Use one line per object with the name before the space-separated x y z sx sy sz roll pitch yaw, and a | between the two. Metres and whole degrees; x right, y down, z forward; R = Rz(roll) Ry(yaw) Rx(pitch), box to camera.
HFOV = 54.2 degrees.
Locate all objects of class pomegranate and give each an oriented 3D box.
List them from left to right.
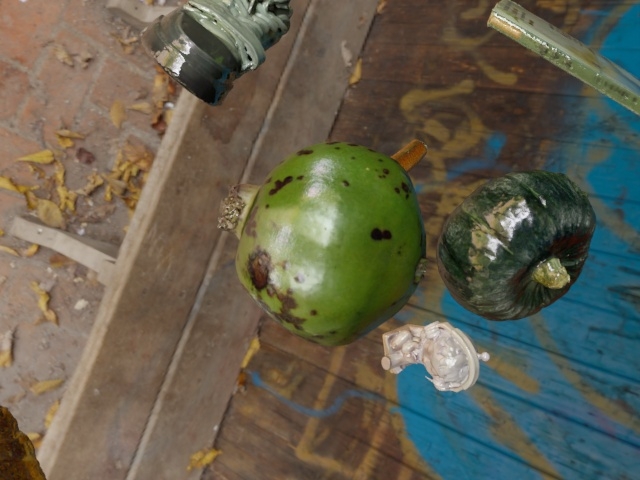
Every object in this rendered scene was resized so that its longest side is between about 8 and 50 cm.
pomegranate | 0.000 0.000 0.766 0.254 0.271 0.254 16 90 -90

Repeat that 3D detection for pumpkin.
pumpkin | 0.251 0.010 0.793 0.212 0.152 0.211 -18 145 -13

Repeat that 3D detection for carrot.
carrot | 0.187 -0.181 1.602 0.225 0.067 0.067 -39 130 -28

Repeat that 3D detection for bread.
bread | -0.335 0.268 0.647 0.076 0.233 0.105 -43 157 5

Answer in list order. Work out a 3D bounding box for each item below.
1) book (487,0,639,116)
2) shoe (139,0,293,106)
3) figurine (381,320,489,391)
book | 0.321 -0.188 0.712 0.026 0.290 0.201 -59 177 30
shoe | -0.097 -0.246 0.694 0.149 0.293 0.109 -40 108 13
figurine | 0.260 0.258 1.407 0.141 0.237 0.162 -20 109 -41
